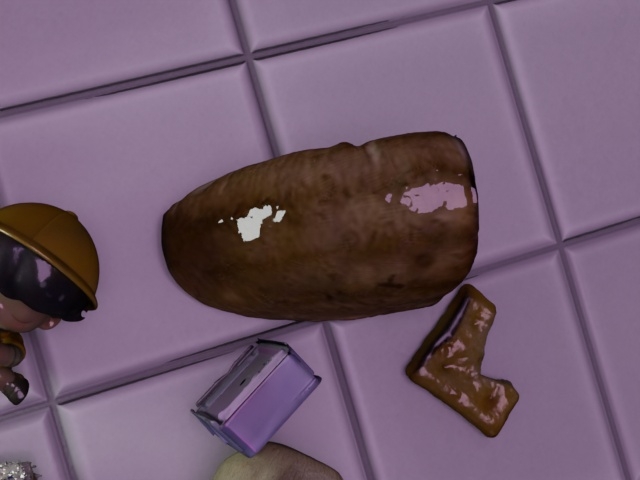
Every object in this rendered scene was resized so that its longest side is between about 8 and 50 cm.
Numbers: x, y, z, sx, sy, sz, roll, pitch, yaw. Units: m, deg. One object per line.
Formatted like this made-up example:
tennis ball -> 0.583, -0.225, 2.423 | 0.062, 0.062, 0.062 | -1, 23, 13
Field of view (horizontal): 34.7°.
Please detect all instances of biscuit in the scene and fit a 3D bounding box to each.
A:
biscuit -> 0.237, 0.185, 1.537 | 0.183, 0.039, 0.174 | 41, 75, -8

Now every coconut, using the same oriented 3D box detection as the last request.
coconut -> -0.066, 0.386, 1.359 | 0.224, 0.224, 0.224 | 1, 85, -15

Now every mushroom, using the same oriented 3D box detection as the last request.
mushroom -> -0.010, -0.004, 1.367 | 0.397, 0.313, 0.224 | -6, 84, -10

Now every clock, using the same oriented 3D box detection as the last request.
clock -> -0.091, 0.208, 1.368 | 0.073, 0.193, 0.144 | 45, 77, -9

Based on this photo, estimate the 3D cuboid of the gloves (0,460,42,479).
gloves -> -0.429, 0.350, 1.328 | 0.153, 0.070, 0.114 | -25, 126, -12

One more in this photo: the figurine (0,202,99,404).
figurine -> -0.396, 0.069, 1.320 | 0.192, 0.167, 0.256 | 34, 100, -23
